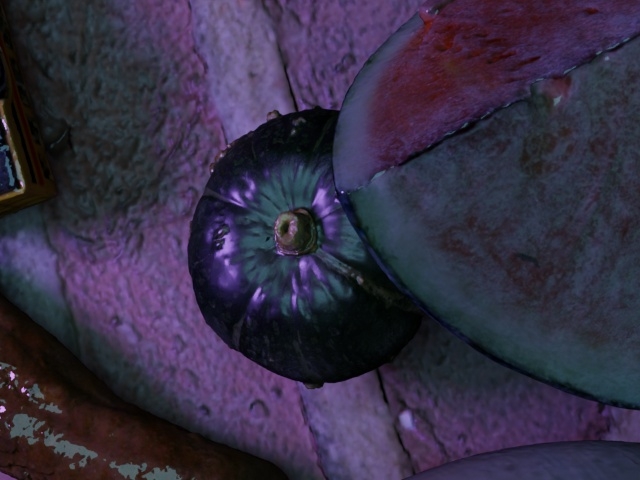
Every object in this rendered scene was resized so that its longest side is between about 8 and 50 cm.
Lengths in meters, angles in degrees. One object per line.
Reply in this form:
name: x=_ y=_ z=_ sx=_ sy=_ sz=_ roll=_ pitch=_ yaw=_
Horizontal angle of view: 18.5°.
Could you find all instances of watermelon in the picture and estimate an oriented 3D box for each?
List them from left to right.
watermelon: x=0.187 y=-0.055 z=1.256 sx=0.293 sy=0.250 sz=0.283 roll=-10 pitch=43 yaw=21

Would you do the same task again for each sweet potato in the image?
sweet potato: x=-0.185 y=0.127 z=1.409 sx=0.341 sy=0.092 sz=0.114 roll=32 pitch=68 yaw=13

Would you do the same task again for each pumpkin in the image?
pumpkin: x=0.000 y=0.001 z=1.345 sx=0.190 sy=0.146 sz=0.190 roll=-5 pitch=62 yaw=9

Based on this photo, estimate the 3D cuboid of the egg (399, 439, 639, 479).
egg: x=0.127 y=0.295 z=1.193 sx=0.428 sy=0.345 sz=0.345 roll=-35 pitch=78 yaw=-5

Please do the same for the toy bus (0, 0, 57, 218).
toy bus: x=-0.294 y=-0.173 z=1.439 sx=0.121 sy=0.123 sz=0.335 roll=-19 pitch=81 yaw=12
